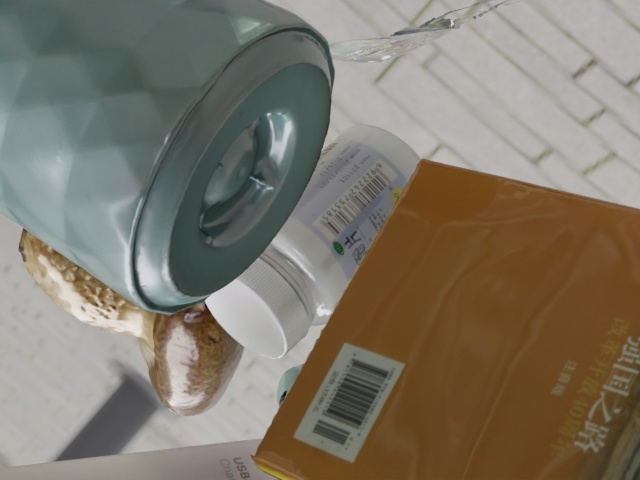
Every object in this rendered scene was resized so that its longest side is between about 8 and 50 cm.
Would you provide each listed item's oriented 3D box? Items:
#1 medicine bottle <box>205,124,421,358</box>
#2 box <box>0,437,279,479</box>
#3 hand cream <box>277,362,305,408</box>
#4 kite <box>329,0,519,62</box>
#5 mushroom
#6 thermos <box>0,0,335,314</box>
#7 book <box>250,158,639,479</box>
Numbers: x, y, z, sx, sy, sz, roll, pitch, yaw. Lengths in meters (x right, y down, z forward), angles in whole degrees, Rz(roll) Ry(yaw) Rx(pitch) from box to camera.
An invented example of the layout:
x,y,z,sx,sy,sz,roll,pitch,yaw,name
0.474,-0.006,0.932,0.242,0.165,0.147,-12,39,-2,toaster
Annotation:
x,y,z,sx,sy,sz,roll,pitch,yaw,name
0.000,0.000,1.154,0.103,0.187,0.103,32,148,23,medicine bottle
-0.117,0.257,1.040,0.106,0.252,0.203,-59,45,38,box
0.106,0.124,1.262,0.067,0.321,0.109,-29,70,54,hand cream
0.117,-0.201,1.366,0.245,0.141,0.015,-17,87,30,kite
-0.167,0.061,1.600,0.254,0.267,0.267,5,146,22,mushroom
-0.142,-0.103,0.674,0.286,0.145,0.182,31,143,19,thermos
0.149,0.090,0.947,0.374,0.262,0.028,17,160,41,book
